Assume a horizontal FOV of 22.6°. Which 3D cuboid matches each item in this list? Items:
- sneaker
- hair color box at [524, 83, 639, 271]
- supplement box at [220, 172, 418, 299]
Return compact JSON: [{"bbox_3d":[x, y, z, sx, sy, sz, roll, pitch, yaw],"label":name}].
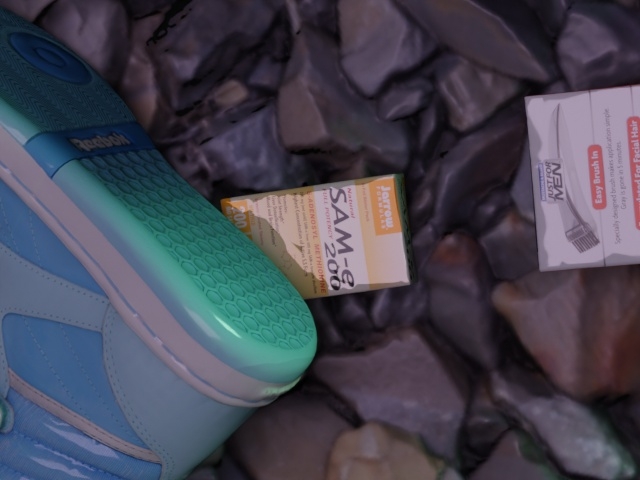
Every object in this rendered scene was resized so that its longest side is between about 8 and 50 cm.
[{"bbox_3d":[-0.169,0.022,0.872,0.319,0.127,0.208,47,115,22],"label":"sneaker"},{"bbox_3d":[0.193,-0.037,0.826,0.167,0.053,0.093,-5,92,11],"label":"hair color box"},{"bbox_3d":[0.000,0.000,0.875,0.098,0.036,0.062,-9,90,12],"label":"supplement box"}]
